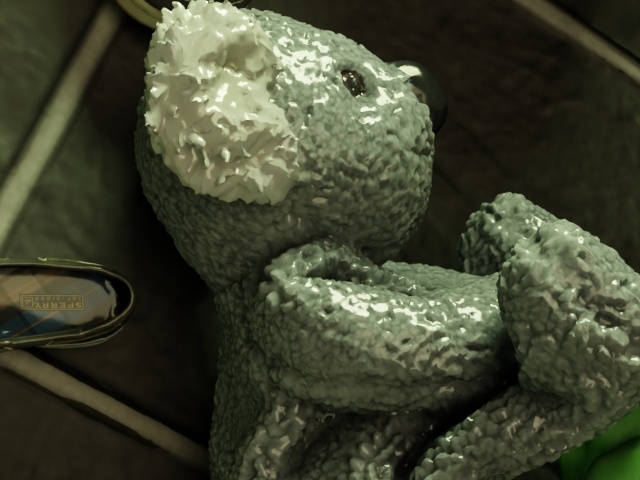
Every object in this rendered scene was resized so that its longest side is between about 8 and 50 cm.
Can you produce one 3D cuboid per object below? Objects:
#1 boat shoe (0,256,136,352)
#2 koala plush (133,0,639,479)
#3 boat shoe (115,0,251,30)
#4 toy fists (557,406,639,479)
[{"bbox_3d":[-0.146,0.026,0.669,0.142,0.040,0.049,-3,80,-25],"label":"boat shoe"},{"bbox_3d":[0.000,0.000,0.665,0.203,0.196,0.221,-33,96,3],"label":"koala plush"},{"bbox_3d":[-0.053,-0.238,0.737,0.103,0.092,0.285,10,76,-23],"label":"boat shoe"},{"bbox_3d":[0.159,0.114,0.693,0.096,0.279,0.142,-8,97,17],"label":"toy fists"}]
